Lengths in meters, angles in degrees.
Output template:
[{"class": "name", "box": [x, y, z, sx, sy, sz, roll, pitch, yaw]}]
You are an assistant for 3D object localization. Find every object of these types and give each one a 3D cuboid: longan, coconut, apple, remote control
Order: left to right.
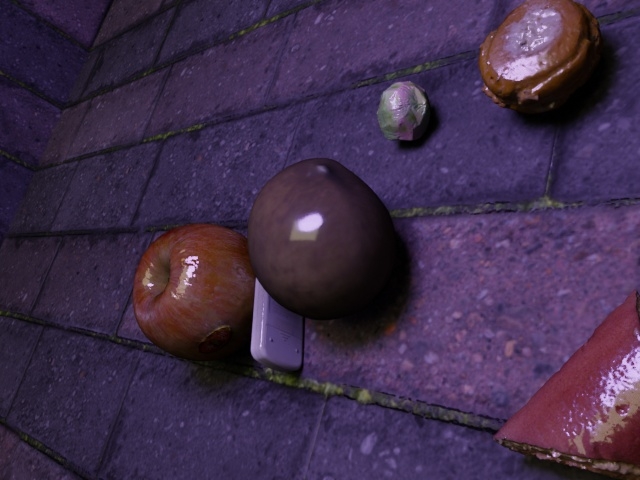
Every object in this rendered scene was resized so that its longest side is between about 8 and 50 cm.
[{"class": "apple", "box": [-0.177, 0.078, 0.912, 0.211, 0.188, 0.211, -23, 56, 38]}, {"class": "remote control", "box": [-0.059, 0.092, 0.858, 0.029, 0.087, 0.190, -23, 53, 33]}, {"class": "longan", "box": [0.000, 0.000, 0.778, 0.196, 0.196, 0.220, -46, 49, 15]}, {"class": "coconut", "box": [0.119, -0.184, 0.848, 0.081, 0.082, 0.083, 3, 71, 51]}]

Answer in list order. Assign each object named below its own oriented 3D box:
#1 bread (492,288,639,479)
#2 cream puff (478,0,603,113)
[{"class": "bread", "box": [0.254, 0.145, 0.520, 0.192, 0.067, 0.119, -53, 41, 8]}, {"class": "cream puff", "box": [0.261, -0.214, 0.706, 0.126, 0.103, 0.144, 40, 97, 36]}]
